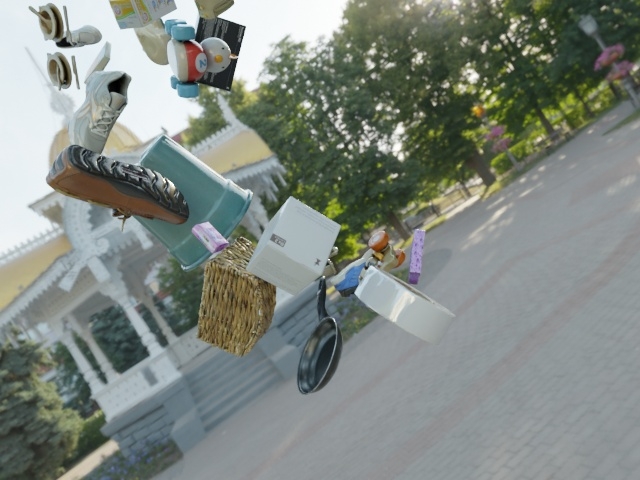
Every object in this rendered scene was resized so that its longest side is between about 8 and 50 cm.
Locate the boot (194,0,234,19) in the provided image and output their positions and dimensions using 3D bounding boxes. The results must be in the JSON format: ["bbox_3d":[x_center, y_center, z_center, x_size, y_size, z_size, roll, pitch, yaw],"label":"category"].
[{"bbox_3d":[-0.384,-0.734,1.587,0.261,0.095,0.203,-27,-27,-12],"label":"boot"}]

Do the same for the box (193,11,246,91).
[{"bbox_3d":[-0.419,-0.746,2.155,0.103,0.184,0.261,-128,53,-62],"label":"box"}]

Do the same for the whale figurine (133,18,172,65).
[{"bbox_3d":[-0.689,-0.868,2.273,0.141,0.272,0.216,-46,6,-36],"label":"whale figurine"}]

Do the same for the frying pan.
[{"bbox_3d":[-0.007,0.255,1.390,0.197,0.053,0.326,-58,18,21],"label":"frying pan"}]

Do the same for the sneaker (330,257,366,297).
[{"bbox_3d":[0.106,0.123,1.722,0.152,0.085,0.058,-36,6,-39],"label":"sneaker"}]

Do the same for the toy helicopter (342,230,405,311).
[{"bbox_3d":[0.194,0.143,2.054,0.235,0.140,0.355,-34,26,25],"label":"toy helicopter"}]

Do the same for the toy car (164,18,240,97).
[{"bbox_3d":[-0.376,-0.608,1.804,0.237,0.219,0.210,-11,32,-22],"label":"toy car"}]

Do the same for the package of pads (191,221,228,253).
[{"bbox_3d":[-0.271,-0.008,1.338,0.032,0.083,0.050,-53,-14,27],"label":"package of pads"}]

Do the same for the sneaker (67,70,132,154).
[{"bbox_3d":[-0.565,-0.333,1.415,0.121,0.263,0.099,-2,-17,32],"label":"sneaker"}]

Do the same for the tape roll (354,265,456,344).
[{"bbox_3d":[0.244,0.185,1.583,0.100,0.286,0.286,-59,-4,4],"label":"tape roll"}]

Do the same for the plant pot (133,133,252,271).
[{"bbox_3d":[-0.454,-0.134,1.731,0.341,0.334,0.341,-40,24,22],"label":"plant pot"}]

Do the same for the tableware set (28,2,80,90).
[{"bbox_3d":[-0.635,-0.456,1.287,0.128,0.194,0.039,16,27,35],"label":"tableware set"}]

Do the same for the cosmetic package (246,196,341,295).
[{"bbox_3d":[-0.070,0.019,1.358,0.183,0.151,0.152,-41,22,57],"label":"cosmetic package"}]

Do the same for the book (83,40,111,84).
[{"bbox_3d":[-0.791,-0.629,1.940,0.035,0.096,0.144,23,-49,-38],"label":"book"}]

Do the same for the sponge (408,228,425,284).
[{"bbox_3d":[0.265,0.050,1.515,0.031,0.117,0.210,6,-12,9],"label":"sponge"}]

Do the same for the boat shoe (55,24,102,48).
[{"bbox_3d":[-0.799,-0.662,1.790,0.184,0.066,0.063,8,54,22],"label":"boat shoe"}]

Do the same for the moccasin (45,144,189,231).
[{"bbox_3d":[-0.515,-0.116,1.428,0.147,0.139,0.380,-38,-32,27],"label":"moccasin"}]

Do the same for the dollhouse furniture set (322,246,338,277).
[{"bbox_3d":[0.000,0.000,1.796,0.101,0.182,0.161,-28,29,-7],"label":"dollhouse furniture set"}]

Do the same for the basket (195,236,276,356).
[{"bbox_3d":[-0.230,0.174,1.688,0.223,0.213,0.299,-48,-26,-63],"label":"basket"}]

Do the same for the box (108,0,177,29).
[{"bbox_3d":[-0.615,-0.820,1.895,0.114,0.103,0.203,5,40,26],"label":"box"}]
